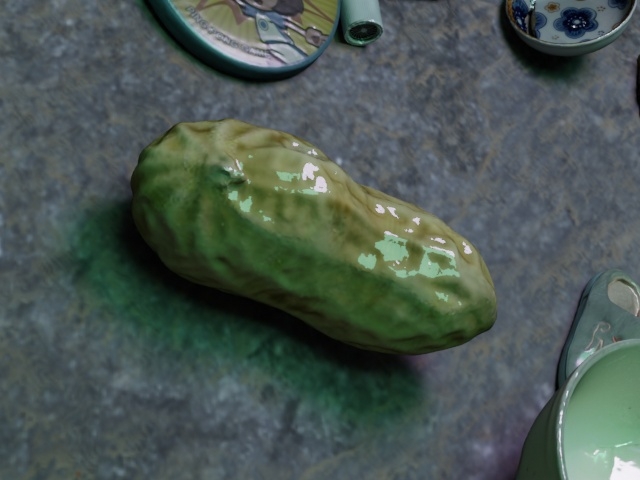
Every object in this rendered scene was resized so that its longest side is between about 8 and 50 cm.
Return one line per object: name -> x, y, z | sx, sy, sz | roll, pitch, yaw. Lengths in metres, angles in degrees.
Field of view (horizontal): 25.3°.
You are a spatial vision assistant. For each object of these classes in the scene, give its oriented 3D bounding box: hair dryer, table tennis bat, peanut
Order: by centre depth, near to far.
peanut -> 0.000, 0.000, 1.169 | 0.325, 0.153, 0.140 | 22, 55, -10
table tennis bat -> -0.085, -0.296, 1.395 | 0.215, 0.044, 0.329 | 7, 58, -27
hair dryer -> 0.092, -0.258, 1.482 | 0.183, 0.044, 0.155 | 11, 57, -30

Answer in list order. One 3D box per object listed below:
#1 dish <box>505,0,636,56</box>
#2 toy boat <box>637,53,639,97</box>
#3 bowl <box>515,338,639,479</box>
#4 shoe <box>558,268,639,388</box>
dish -> 0.276, -0.238, 1.571 | 0.141, 0.078, 0.141 | -6, 51, 7
toy boat -> 0.400, -0.189, 1.621 | 0.077, 0.057, 0.201 | 19, 51, -13
bowl -> 0.270, 0.232, 1.190 | 0.277, 0.145, 0.277 | 16, 54, -23
shoe -> 0.280, 0.093, 1.337 | 0.079, 0.078, 0.195 | 32, 44, -11
